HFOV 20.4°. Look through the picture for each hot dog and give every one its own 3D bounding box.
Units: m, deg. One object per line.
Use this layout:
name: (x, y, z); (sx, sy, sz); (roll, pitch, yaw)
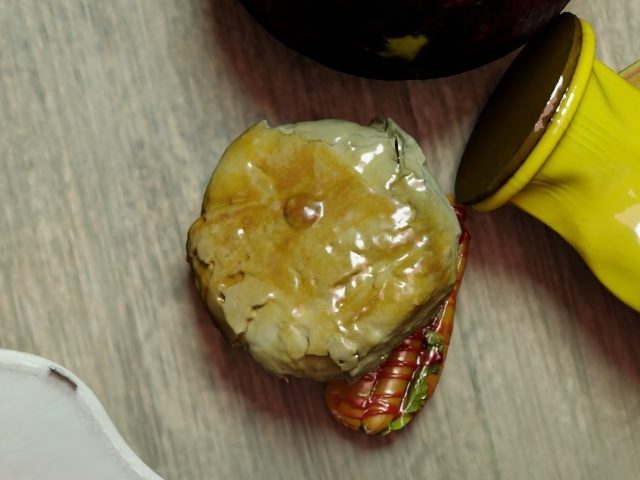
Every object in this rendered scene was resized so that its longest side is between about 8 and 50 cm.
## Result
hot dog: (0.047, 0.040, 0.991); (0.062, 0.038, 0.144); (23, 79, -7)

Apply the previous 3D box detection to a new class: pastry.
pastry: (0.001, 0.003, 0.951); (0.153, 0.081, 0.153); (-3, 81, 16)

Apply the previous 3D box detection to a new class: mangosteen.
mangosteen: (0.030, -0.206, 0.946); (0.265, 0.228, 0.228); (33, 75, 35)

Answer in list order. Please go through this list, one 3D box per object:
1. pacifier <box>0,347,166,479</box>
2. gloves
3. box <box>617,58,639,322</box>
pacifier: (-0.131, 0.202, 0.852); (0.332, 0.273, 0.220); (36, 62, -6)
gloves: (0.228, -0.002, 0.983); (0.294, 0.116, 0.133); (30, 92, -12)
box: (0.194, -0.020, 1.036); (0.089, 0.022, 0.156); (-34, 90, -14)
